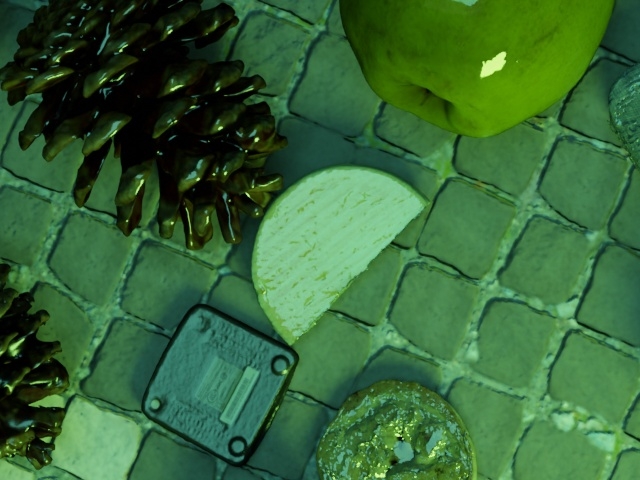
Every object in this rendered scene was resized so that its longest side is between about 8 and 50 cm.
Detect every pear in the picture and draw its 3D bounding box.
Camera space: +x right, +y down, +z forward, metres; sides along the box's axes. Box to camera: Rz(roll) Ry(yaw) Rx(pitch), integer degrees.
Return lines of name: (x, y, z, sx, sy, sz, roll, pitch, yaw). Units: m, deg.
pear: (0.152, -0.251, 1.724, 0.253, 0.253, 0.307, 29, 81, 11)

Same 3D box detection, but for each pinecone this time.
pinecone: (-0.364, 0.118, 1.776, 0.243, 0.243, 0.257, -22, 101, 6)
pinecone: (-0.161, -0.127, 1.771, 0.244, 0.244, 0.309, -34, 97, 4)

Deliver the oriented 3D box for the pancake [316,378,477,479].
pancake: (0.074, 0.209, 1.794, 0.158, 0.028, 0.158, -1, 85, 12)

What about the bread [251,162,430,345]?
bread: (0.000, -0.005, 1.820, 0.112, 0.036, 0.193, 43, 93, 1)

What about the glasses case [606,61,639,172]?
glasses case: (0.368, -0.047, 1.754, 0.109, 0.067, 0.282, -33, 83, 9)

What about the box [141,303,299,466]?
box: (-0.099, 0.137, 1.828, 0.125, 0.027, 0.126, 26, 88, 11)
